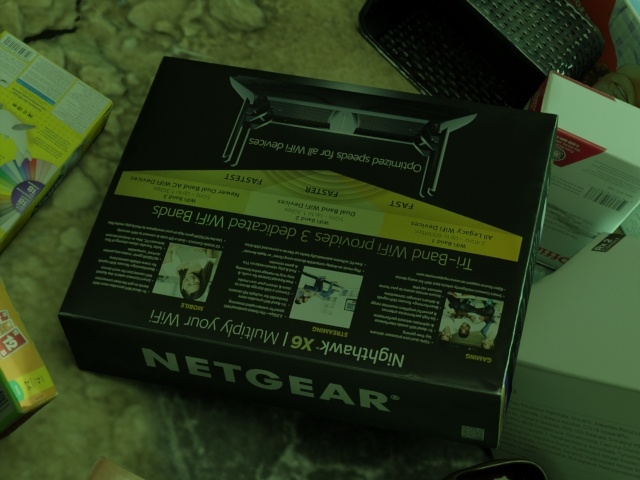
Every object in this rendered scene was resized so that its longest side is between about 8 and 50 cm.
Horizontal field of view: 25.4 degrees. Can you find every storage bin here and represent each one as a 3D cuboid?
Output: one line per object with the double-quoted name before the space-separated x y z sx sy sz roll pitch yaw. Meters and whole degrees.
"storage bin" 0.135 -0.177 1.208 0.180 0.122 0.084 44 56 7

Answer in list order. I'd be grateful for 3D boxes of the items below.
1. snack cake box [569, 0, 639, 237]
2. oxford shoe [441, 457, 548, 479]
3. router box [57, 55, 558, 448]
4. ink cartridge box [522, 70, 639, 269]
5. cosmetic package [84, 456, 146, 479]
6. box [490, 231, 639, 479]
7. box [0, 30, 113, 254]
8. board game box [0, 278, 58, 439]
"snack cake box" 0.284 -0.125 1.218 0.089 0.152 0.264 -18 70 -29
"oxford shoe" 0.068 0.210 0.979 0.227 0.096 0.083 -31 78 -30
"router box" 0.000 0.000 1.018 0.308 0.081 0.243 10 56 11
"ink cartridge box" 0.195 -0.051 1.144 0.109 0.150 0.063 22 52 -8
"cosmetic package" -0.030 0.261 0.841 0.296 0.153 0.129 28 70 5
"box" 0.236 0.095 1.041 0.181 0.182 0.119 -36 119 -32
"box" -0.244 -0.063 1.048 0.105 0.043 0.179 34 54 0
"board game box" -0.257 0.005 0.925 0.039 0.124 0.259 -28 85 -32
